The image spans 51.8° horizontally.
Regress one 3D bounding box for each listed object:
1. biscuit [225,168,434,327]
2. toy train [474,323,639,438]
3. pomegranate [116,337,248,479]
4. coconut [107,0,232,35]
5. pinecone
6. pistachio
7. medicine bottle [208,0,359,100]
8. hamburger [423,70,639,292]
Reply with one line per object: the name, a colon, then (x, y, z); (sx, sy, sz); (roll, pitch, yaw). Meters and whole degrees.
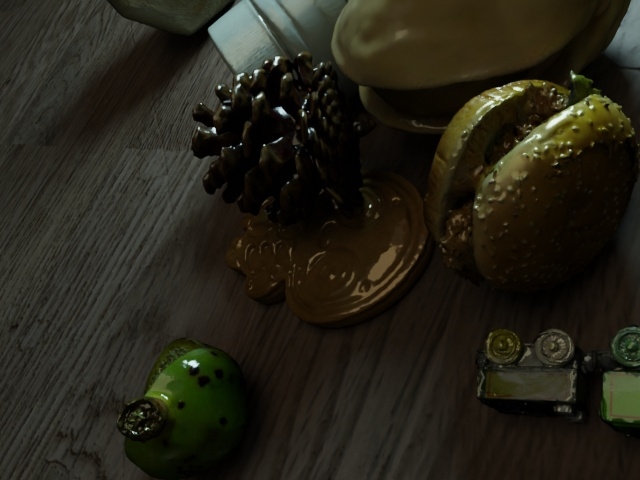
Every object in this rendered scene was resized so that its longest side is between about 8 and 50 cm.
biscuit: (0.000, -0.001, 0.781); (0.288, 0.044, 0.202); (11, 68, 40)
toy train: (0.217, 0.112, 0.519); (0.202, 0.060, 0.081); (-6, 63, 36)
pomegranate: (-0.136, 0.181, 0.688); (0.143, 0.122, 0.169); (-59, 6, -5)
coconut: (-0.269, -0.506, 1.205); (0.245, 0.247, 0.245); (-173, 90, -72)
pinecone: (-0.050, -0.107, 0.739); (0.212, 0.168, 0.186); (-5, 86, 43)
pistachio: (0.169, -0.238, 0.677); (0.321, 0.229, 0.238); (-26, 54, 16)
medicine bottle: (0.028, -0.299, 0.861); (0.332, 0.190, 0.190); (-39, 44, 8)
hamburger: (0.178, -0.038, 0.567); (0.191, 0.182, 0.118); (-33, 38, -9)
